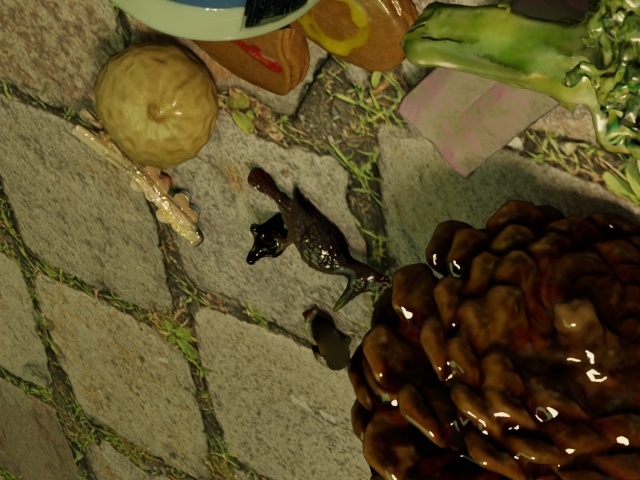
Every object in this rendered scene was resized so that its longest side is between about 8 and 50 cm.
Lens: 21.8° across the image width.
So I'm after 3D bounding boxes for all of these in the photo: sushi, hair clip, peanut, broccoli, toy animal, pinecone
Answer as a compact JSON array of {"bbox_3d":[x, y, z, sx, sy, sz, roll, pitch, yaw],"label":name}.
[{"bbox_3d":[0.006,0.115,1.997,0.046,0.044,0.083,34,151,57],"label":"sushi"},{"bbox_3d":[-0.215,-0.080,2.003,0.214,0.056,0.062,43,132,-14],"label":"hair clip"},{"bbox_3d":[-0.181,-0.150,1.826,0.140,0.109,0.159,54,148,-15],"label":"peanut"},{"bbox_3d":[0.220,-0.142,1.320,0.275,0.177,0.198,3,163,47],"label":"broccoli"},{"bbox_3d":[-0.007,0.005,1.853,0.202,0.070,0.105,34,127,22],"label":"toy animal"},{"bbox_3d":[0.215,0.178,1.507,0.398,0.398,0.397,29,144,23],"label":"pinecone"}]

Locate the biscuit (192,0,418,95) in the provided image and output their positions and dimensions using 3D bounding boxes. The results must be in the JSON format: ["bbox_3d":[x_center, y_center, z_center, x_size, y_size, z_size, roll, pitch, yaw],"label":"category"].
[{"bbox_3d":[-0.044,-0.230,1.639,0.262,0.052,0.277,44,148,0],"label":"biscuit"}]

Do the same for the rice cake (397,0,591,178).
[{"bbox_3d":[0.173,-0.152,1.491,0.106,0.050,0.298,45,148,-4],"label":"rice cake"}]

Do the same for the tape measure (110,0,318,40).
[{"bbox_3d":[-0.089,-0.300,1.438,0.259,0.262,0.138,37,157,13],"label":"tape measure"}]
